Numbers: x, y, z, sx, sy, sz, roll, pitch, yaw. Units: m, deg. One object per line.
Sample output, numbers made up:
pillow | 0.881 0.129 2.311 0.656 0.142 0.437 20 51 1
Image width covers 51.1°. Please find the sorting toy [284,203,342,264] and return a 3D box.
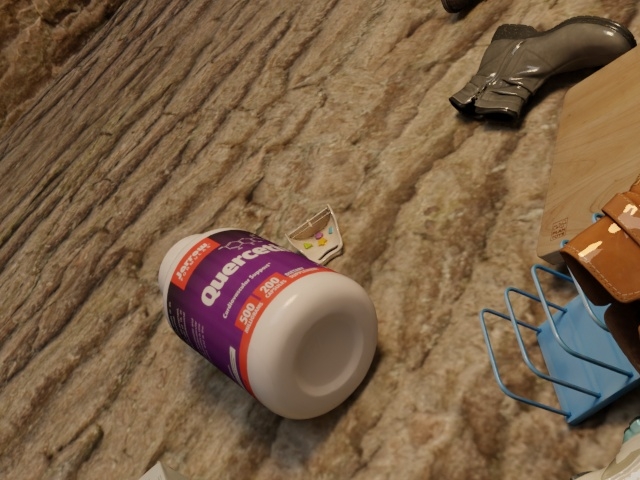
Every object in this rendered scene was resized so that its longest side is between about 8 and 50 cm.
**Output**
sorting toy | 0.000 0.000 1.017 0.083 0.045 0.075 -35 46 5

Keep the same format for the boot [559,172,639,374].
boot | 0.337 0.045 0.487 0.220 0.283 0.109 -37 0 -2

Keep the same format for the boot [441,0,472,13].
boot | 0.357 -0.490 1.159 0.263 0.091 0.229 -47 39 -12

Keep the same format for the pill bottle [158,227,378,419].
pill bottle | -0.088 0.090 0.886 0.323 0.181 0.181 22 69 48

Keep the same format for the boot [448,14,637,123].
boot | 0.314 -0.233 0.971 0.247 0.083 0.161 18 72 53

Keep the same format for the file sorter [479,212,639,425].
file sorter | 0.250 0.074 0.639 0.170 0.105 0.118 -51 28 36

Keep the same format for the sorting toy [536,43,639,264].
sorting toy | 0.374 -0.105 0.714 0.257 0.090 0.255 -33 33 58

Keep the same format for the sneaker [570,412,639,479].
sneaker | 0.251 0.232 0.522 0.283 0.110 0.122 -50 50 10

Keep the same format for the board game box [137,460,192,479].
board game box | -0.215 0.403 0.718 0.275 0.142 0.144 -41 39 -1
